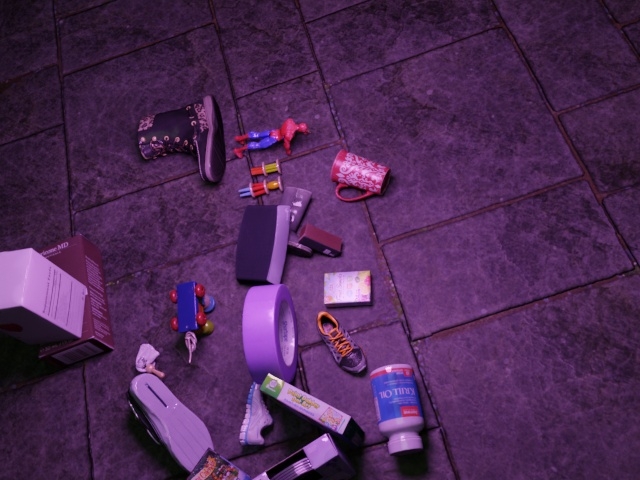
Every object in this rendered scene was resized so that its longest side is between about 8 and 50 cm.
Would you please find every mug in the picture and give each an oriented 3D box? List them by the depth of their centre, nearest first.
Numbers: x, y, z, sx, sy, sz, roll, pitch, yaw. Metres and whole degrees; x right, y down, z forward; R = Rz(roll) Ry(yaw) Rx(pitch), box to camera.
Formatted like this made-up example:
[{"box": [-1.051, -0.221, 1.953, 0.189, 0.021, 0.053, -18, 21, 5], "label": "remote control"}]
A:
[{"box": [0.130, -0.201, 2.093, 0.169, 0.150, 0.113, 20, 34, 16], "label": "mug"}]

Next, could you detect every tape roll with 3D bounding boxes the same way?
[{"box": [-0.136, 0.262, 1.814, 0.090, 0.275, 0.275, -7, 63, 10], "label": "tape roll"}]

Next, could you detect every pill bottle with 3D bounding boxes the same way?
[{"box": [0.210, 0.453, 1.729, 0.124, 0.124, 0.221, -13, 63, 6], "label": "pill bottle"}]

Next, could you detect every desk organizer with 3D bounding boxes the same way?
[{"box": [0.000, 0.000, 2.005, 0.130, 0.047, 0.050, 24, 54, -18], "label": "desk organizer"}]

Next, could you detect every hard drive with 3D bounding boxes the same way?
[{"box": [-0.186, 0.010, 2.021, 0.172, 0.054, 0.255, 2, 80, 31], "label": "hard drive"}]

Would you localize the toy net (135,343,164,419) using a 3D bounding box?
[{"box": [-0.519, 0.427, 1.955, 0.122, 0.045, 0.232, -24, 60, 3], "label": "toy net"}]

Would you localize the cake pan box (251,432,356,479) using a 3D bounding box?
[{"box": [-0.046, 0.602, 1.635, 0.245, 0.267, 0.070, -32, 57, -6], "label": "cake pan box"}]

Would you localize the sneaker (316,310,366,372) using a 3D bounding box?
[{"box": [0.051, 0.291, 1.867, 0.084, 0.083, 0.215, -38, 64, -9], "label": "sneaker"}]

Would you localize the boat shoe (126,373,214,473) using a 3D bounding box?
[{"box": [-0.425, 0.525, 1.838, 0.121, 0.119, 0.335, -32, 82, -41], "label": "boat shoe"}]

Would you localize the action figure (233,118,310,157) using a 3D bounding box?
[{"box": [-0.146, -0.340, 2.225, 0.280, 0.139, 0.091, -13, 63, 32], "label": "action figure"}]

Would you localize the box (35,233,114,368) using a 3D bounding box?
[{"box": [-0.799, 0.191, 2.079, 0.191, 0.143, 0.381, -21, 60, 3], "label": "box"}]

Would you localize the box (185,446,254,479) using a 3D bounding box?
[{"box": [-0.304, 0.701, 1.733, 0.159, 0.044, 0.233, 36, 75, -3], "label": "box"}]

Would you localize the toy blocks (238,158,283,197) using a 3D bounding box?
[{"box": [-0.204, -0.206, 2.182, 0.148, 0.054, 0.123, -11, 63, 8], "label": "toy blocks"}]

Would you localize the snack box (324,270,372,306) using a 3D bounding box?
[{"box": [0.083, 0.147, 1.955, 0.141, 0.037, 0.100, -4, 63, 11], "label": "snack box"}]

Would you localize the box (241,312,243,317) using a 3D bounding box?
[{"box": [-0.204, 0.208, 1.974, 0.018, 0.067, 0.083, 22, 70, 23], "label": "box"}]

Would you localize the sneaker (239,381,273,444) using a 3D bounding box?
[{"box": [-0.171, 0.487, 1.838, 0.083, 0.071, 0.191, 6, 74, 9], "label": "sneaker"}]

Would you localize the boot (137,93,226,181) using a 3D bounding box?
[{"box": [-0.486, -0.336, 2.261, 0.284, 0.138, 0.377, -12, 59, 6], "label": "boot"}]

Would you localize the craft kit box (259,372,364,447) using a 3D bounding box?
[{"box": [-0.017, 0.454, 1.710, 0.246, 0.250, 0.061, 20, 71, 20], "label": "craft kit box"}]

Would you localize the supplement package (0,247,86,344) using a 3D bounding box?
[{"box": [-0.833, 0.168, 1.855, 0.177, 0.293, 0.175, -9, 63, 9], "label": "supplement package"}]

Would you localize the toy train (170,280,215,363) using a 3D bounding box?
[{"box": [-0.371, 0.259, 1.952, 0.105, 0.143, 0.248, -14, 67, 15], "label": "toy train"}]

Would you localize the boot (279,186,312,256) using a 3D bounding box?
[{"box": [-0.073, -0.063, 2.080, 0.189, 0.076, 0.208, 20, 65, 20], "label": "boot"}]
